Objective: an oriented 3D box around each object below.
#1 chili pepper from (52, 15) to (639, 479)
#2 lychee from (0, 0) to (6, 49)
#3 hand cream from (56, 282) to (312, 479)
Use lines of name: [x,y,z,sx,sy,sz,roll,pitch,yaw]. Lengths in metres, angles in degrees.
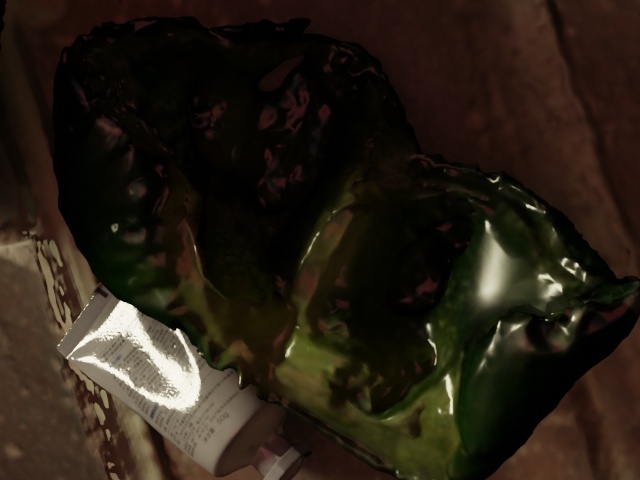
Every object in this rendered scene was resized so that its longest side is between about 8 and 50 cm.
chili pepper: [-0.001,-0.004,0.505,0.264,0.116,0.148,31,114,5]
lychee: [-0.237,-0.077,0.490,0.188,0.188,0.188,2,99,10]
hand cream: [-0.063,0.069,0.555,0.142,0.053,0.084,41,103,18]
